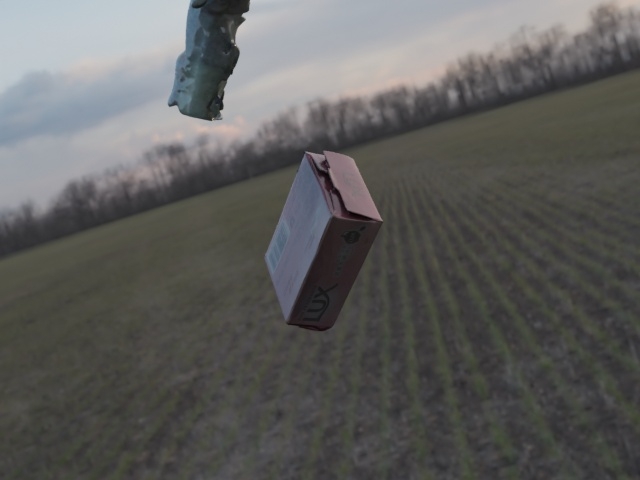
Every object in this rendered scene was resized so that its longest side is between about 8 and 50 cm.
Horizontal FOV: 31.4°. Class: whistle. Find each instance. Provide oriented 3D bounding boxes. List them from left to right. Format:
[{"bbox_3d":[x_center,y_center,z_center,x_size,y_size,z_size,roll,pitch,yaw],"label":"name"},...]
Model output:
[{"bbox_3d":[-0.079,-0.287,1.107,0.134,0.346,0.142,11,19,-14],"label":"whistle"}]

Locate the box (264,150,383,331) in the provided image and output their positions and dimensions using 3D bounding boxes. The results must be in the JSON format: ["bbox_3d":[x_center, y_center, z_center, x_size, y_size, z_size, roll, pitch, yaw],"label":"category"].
[{"bbox_3d":[0.000,0.000,1.148,0.060,0.156,0.111,6,38,-22],"label":"box"}]
